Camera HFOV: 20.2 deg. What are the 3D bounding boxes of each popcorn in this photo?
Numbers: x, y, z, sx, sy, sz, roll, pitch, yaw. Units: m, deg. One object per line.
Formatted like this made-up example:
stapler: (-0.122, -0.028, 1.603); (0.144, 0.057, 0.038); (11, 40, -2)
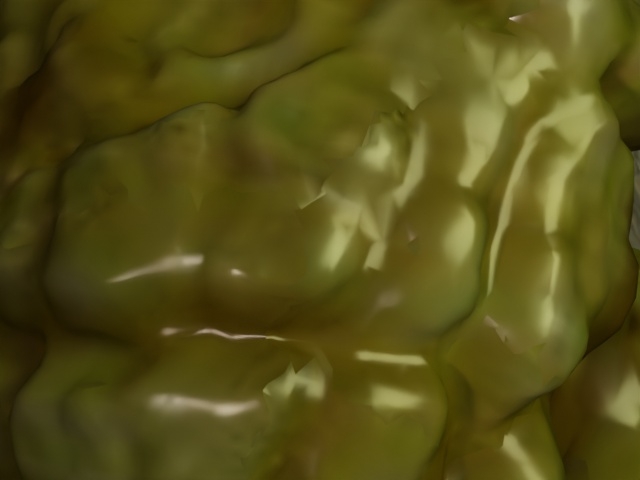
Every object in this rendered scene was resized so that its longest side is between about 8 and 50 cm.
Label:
popcorn: (0.000, 0.000, 0.528); (0.270, 0.224, 0.257); (-15, 104, -69)
